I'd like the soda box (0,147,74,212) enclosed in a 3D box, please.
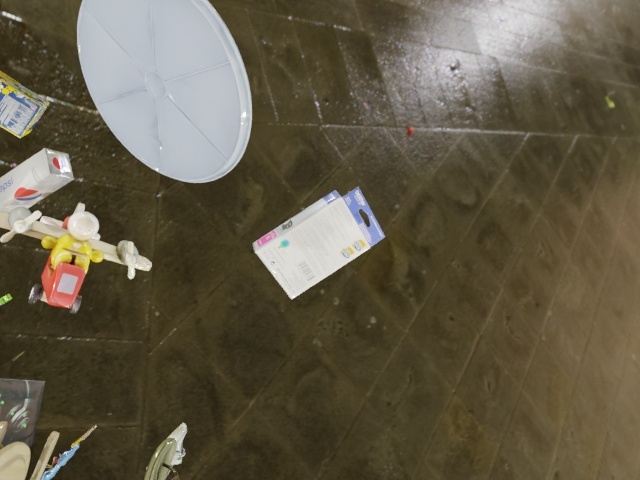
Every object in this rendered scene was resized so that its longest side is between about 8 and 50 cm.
[{"bbox_3d":[-0.941,-0.188,1.689,0.091,0.286,0.098,12,57,-64],"label":"soda box"}]

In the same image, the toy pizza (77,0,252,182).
[{"bbox_3d":[-0.142,-0.148,0.481,0.201,0.201,0.032,53,44,-10],"label":"toy pizza"}]

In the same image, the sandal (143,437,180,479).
[{"bbox_3d":[-0.346,0.580,1.129,0.086,0.120,0.302,7,35,-8],"label":"sandal"}]

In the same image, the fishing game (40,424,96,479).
[{"bbox_3d":[-0.704,0.596,1.341,0.041,0.189,0.264,42,94,0],"label":"fishing game"}]

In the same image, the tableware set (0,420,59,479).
[{"bbox_3d":[-0.241,0.213,0.316,0.039,0.128,0.194,21,83,0],"label":"tableware set"}]

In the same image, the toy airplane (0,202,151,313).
[{"bbox_3d":[-0.764,0.002,1.615,0.384,0.272,0.386,45,29,8],"label":"toy airplane"}]

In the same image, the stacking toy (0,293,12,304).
[{"bbox_3d":[-1.026,0.147,1.478,0.221,0.052,0.167,-34,96,-45],"label":"stacking toy"}]

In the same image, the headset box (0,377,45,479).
[{"bbox_3d":[-0.802,0.441,1.205,0.246,0.131,0.282,43,46,-67],"label":"headset box"}]

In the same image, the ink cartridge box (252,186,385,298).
[{"bbox_3d":[0.000,0.000,1.382,0.185,0.311,0.065,57,1,-30],"label":"ink cartridge box"}]

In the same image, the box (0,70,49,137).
[{"bbox_3d":[-0.444,-0.204,0.660,0.169,0.059,0.054,35,95,-25],"label":"box"}]

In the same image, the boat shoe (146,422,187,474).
[{"bbox_3d":[-0.475,0.683,1.670,0.081,0.227,0.079,37,19,7],"label":"boat shoe"}]
